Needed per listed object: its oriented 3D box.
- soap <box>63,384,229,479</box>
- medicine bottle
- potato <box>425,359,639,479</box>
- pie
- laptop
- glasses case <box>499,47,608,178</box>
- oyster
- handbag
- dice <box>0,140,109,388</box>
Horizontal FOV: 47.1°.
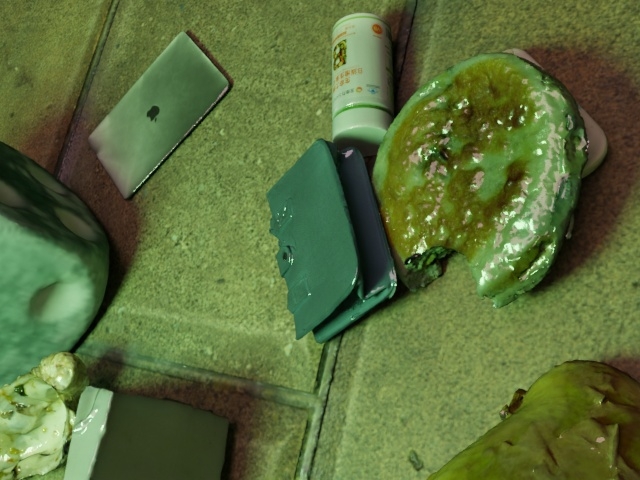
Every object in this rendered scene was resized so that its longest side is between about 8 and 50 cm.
[{"bbox_3d":[-0.294,0.266,0.933,0.302,0.257,0.159,-2,72,32],"label":"soap"},{"bbox_3d":[0.058,-0.216,1.012,0.086,0.086,0.184,-12,65,27],"label":"medicine bottle"},{"bbox_3d":[0.222,0.253,0.664,0.246,0.196,0.300,30,87,35],"label":"potato"},{"bbox_3d":[0.175,-0.075,0.859,0.302,0.066,0.303,-15,69,43],"label":"pie"},{"bbox_3d":[-0.284,-0.217,1.265,0.269,0.015,0.188,-46,55,8],"label":"laptop"},{"bbox_3d":[0.262,-0.153,0.882,0.081,0.051,0.204,-41,55,13],"label":"glasses case"},{"bbox_3d":[-0.456,0.270,1.107,0.294,0.094,0.166,-18,102,18],"label":"oyster"},{"bbox_3d":[0.000,0.000,0.946,0.179,0.062,0.229,-41,50,41],"label":"handbag"},{"bbox_3d":[-0.565,0.029,1.138,0.330,0.348,0.328,-49,53,4],"label":"dice"}]
